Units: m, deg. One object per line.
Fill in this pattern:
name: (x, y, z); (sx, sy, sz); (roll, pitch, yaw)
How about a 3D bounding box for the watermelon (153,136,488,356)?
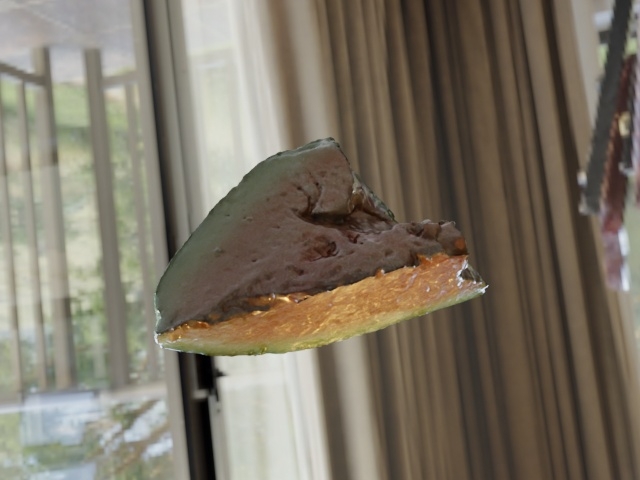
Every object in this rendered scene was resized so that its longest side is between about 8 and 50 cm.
watermelon: (-0.007, 0.005, 0.489); (0.155, 0.101, 0.080); (-25, 171, -12)
